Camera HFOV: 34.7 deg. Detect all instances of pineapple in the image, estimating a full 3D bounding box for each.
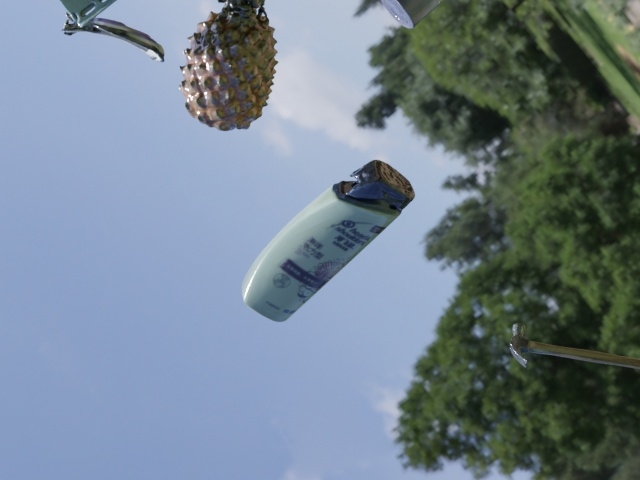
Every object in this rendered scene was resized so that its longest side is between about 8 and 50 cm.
[{"bbox_3d":[-0.136,-0.363,1.727,0.175,0.361,0.175,14,-146,-10],"label":"pineapple"}]

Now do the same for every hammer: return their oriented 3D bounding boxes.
[{"bbox_3d":[0.344,0.153,1.368,0.017,0.182,0.062,85,-161,-48],"label":"hammer"}]

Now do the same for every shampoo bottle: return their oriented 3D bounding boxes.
[{"bbox_3d":[0.000,0.000,1.773,0.134,0.359,0.078,29,-147,-29],"label":"shampoo bottle"}]

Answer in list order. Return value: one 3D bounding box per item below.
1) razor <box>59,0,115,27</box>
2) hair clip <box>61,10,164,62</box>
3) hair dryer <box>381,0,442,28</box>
[{"bbox_3d":[-0.192,-0.232,0.848,0.068,0.106,0.232,52,-177,-14],"label":"razor"},{"bbox_3d":[-0.331,-0.331,1.666,0.172,0.049,0.116,18,-172,-13],"label":"hair clip"},{"bbox_3d":[0.051,-0.210,0.710,0.114,0.063,0.037,48,177,-23],"label":"hair dryer"}]
